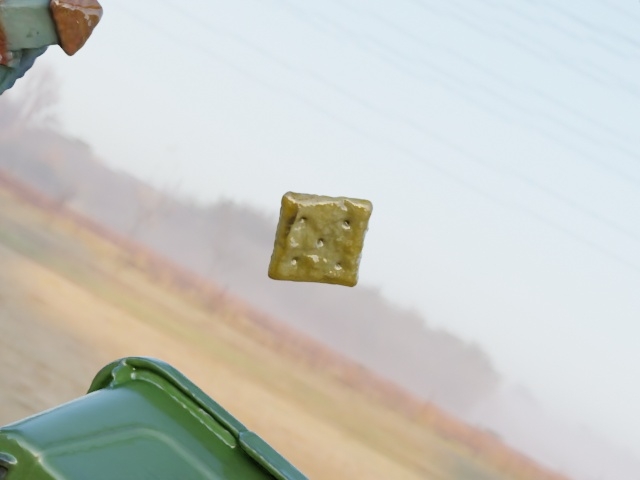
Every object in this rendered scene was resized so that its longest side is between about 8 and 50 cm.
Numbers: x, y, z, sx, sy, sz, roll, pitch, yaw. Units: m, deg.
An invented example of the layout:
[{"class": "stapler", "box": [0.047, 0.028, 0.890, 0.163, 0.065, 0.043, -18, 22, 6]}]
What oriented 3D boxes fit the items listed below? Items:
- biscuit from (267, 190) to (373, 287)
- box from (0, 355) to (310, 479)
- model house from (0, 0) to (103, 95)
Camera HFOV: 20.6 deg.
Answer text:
[{"class": "biscuit", "box": [0.000, 0.000, 1.505, 0.081, 0.083, 0.018, 6, 22, -14]}, {"class": "box", "box": [-0.096, 0.253, 1.057, 0.329, 0.252, 0.178, 36, 18, 22]}, {"class": "model house", "box": [-0.403, -0.317, 1.991, 0.329, 0.251, 0.295, -4, -52, 14]}]
